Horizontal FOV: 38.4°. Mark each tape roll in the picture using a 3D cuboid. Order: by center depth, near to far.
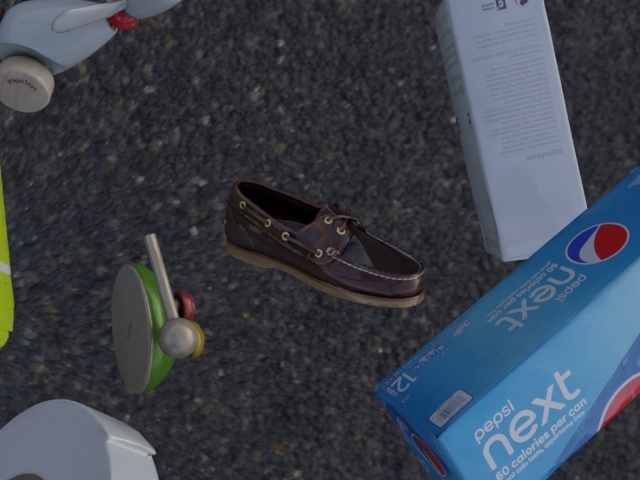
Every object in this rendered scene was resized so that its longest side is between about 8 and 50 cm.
[{"bbox_3d":[-0.324,0.366,1.001,0.072,0.392,0.392,34,72,-37],"label":"tape roll"}]

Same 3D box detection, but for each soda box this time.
[{"bbox_3d":[0.137,0.051,0.501,0.210,0.067,0.071,-38,116,-13],"label":"soda box"}]

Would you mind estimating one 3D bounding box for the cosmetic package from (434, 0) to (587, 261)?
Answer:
[{"bbox_3d":[0.168,-0.102,0.816,0.085,0.117,0.231,-11,92,3],"label":"cosmetic package"}]

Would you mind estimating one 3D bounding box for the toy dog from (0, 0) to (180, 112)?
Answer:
[{"bbox_3d":[-0.354,-0.328,1.267,0.333,0.220,0.161,-37,132,14],"label":"toy dog"}]

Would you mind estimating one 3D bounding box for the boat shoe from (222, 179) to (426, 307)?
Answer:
[{"bbox_3d":[0.000,0.000,0.826,0.073,0.206,0.073,-32,134,-58],"label":"boat shoe"}]

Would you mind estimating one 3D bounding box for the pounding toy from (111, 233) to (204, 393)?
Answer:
[{"bbox_3d":[-0.210,0.110,1.289,0.110,0.237,0.183,-3,68,-29],"label":"pounding toy"}]

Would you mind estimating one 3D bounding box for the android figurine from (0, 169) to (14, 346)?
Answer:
[{"bbox_3d":[-0.294,-0.019,0.711,0.056,0.248,0.273,-7,82,-2],"label":"android figurine"}]
